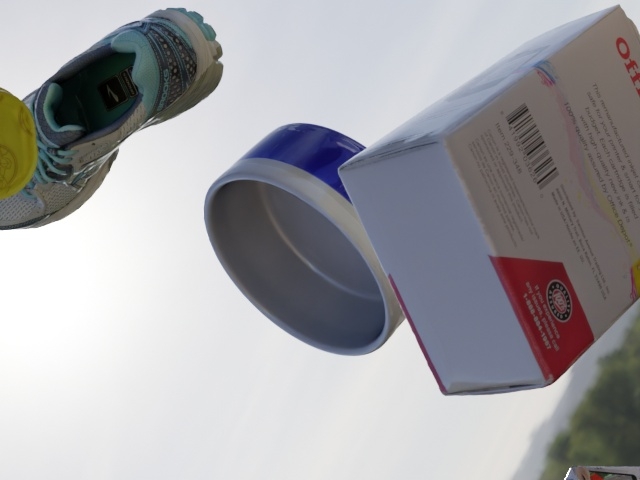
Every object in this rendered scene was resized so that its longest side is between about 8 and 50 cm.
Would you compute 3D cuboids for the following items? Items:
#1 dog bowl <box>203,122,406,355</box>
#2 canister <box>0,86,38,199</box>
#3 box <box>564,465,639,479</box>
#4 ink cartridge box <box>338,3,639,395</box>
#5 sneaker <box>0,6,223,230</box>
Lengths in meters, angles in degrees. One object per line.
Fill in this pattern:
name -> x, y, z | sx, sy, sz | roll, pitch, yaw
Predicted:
dog bowl -> 0.000, 0.000, 1.723 | 0.104, 0.265, 0.265 | -46, -18, -32
canister -> -0.276, -0.071, 0.994 | 0.126, 0.170, 0.073 | -15, -68, -30
box -> 0.337, 0.261, 1.404 | 0.114, 0.207, 0.036 | -108, 28, -49
ink cartridge box -> 0.187, -0.038, 1.306 | 0.131, 0.226, 0.306 | -15, 15, 45
sneaker -> -0.219, -0.101, 1.287 | 0.283, 0.110, 0.122 | -38, -6, 26
